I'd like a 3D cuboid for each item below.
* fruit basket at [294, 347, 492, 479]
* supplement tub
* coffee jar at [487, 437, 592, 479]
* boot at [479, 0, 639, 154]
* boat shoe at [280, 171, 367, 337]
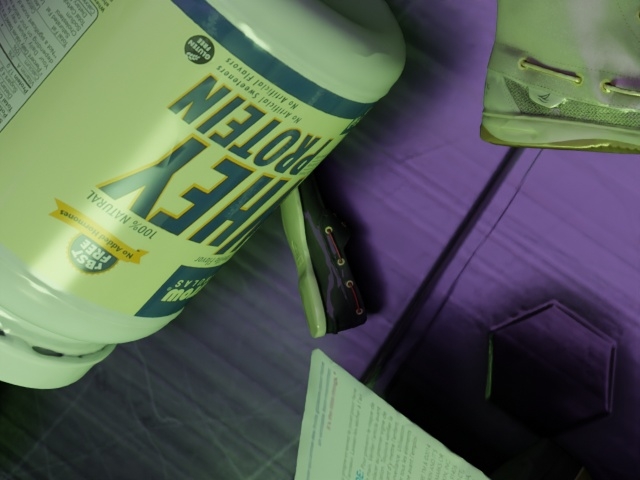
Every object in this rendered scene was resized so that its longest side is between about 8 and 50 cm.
[{"bbox_3d":[0.109,0.275,0.928,0.353,0.165,0.327,39,136,38],"label":"fruit basket"},{"bbox_3d":[-0.130,-0.083,0.954,0.235,0.235,0.325,46,109,7],"label":"supplement tub"},{"bbox_3d":[0.176,0.226,0.981,0.184,0.079,0.096,49,120,5],"label":"coffee jar"},{"bbox_3d":[0.202,-0.136,0.891,0.213,0.077,0.165,3,98,21],"label":"boot"},{"bbox_3d":[0.000,0.000,1.028,0.042,0.049,0.133,-13,85,-13],"label":"boat shoe"}]
